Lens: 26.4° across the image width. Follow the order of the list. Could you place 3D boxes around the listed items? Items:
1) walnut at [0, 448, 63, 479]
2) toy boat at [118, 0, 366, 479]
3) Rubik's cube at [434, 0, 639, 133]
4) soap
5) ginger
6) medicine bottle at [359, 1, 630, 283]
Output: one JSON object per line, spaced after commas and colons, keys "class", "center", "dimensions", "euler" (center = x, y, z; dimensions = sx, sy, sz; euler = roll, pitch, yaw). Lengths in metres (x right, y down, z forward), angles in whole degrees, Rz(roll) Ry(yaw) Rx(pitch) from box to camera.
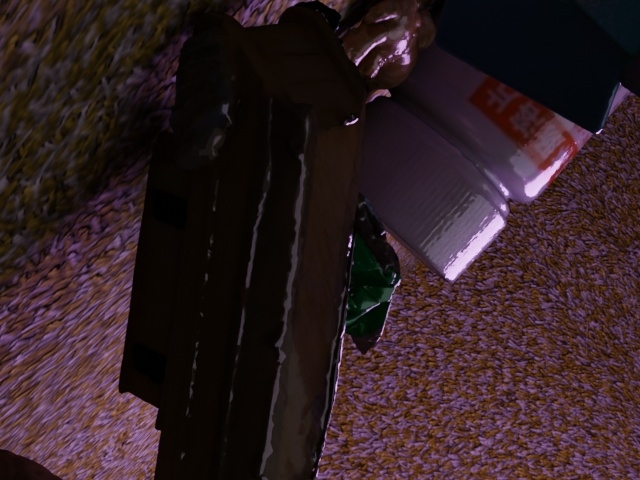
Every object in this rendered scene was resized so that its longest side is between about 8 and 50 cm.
{"class": "walnut", "center": [-0.261, 0.289, 0.954], "dimensions": [0.277, 0.252, 0.313], "euler": [-44, 179, -16]}
{"class": "toy boat", "center": [-0.074, 0.056, 0.948], "dimensions": [0.136, 0.162, 0.445], "euler": [-18, 122, -52]}
{"class": "Rubik's cube", "center": [0.283, -0.247, 0.981], "dimensions": [0.387, 0.358, 0.368], "euler": [102, -1, -72]}
{"class": "soap", "center": [0.002, -0.001, 1.224], "dimensions": [0.098, 0.218, 0.273], "euler": [-33, 176, 0]}
{"class": "ginger", "center": [0.059, -0.175, 1.223], "dimensions": [0.193, 0.052, 0.176], "euler": [-43, 176, -27]}
{"class": "medicine bottle", "center": [0.185, -0.154, 1.418], "dimensions": [0.371, 0.211, 0.211], "euler": [-49, 172, 0]}
